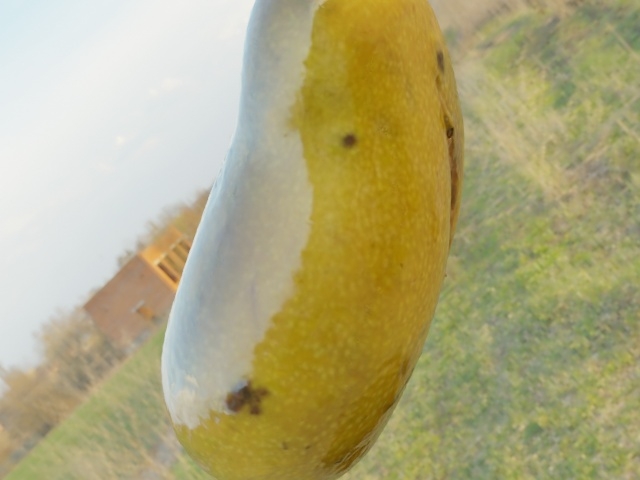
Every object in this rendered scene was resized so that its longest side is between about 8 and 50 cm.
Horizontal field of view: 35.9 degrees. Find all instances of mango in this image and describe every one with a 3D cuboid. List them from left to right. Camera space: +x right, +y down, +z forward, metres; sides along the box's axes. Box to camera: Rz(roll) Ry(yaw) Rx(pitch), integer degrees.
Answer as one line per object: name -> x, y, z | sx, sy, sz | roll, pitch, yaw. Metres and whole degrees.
mango -> 0.005, 0.003, 0.475 | 0.177, 0.120, 0.295 | -53, -15, -54
